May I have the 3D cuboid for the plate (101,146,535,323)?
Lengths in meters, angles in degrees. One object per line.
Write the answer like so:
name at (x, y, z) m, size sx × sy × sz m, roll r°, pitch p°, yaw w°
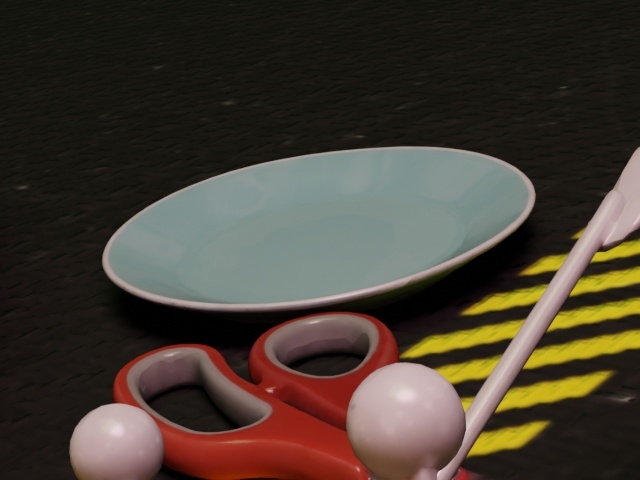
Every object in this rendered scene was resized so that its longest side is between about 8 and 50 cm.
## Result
plate at (0.000, 0.000, 0.801) m, size 0.188 × 0.024 × 0.188 m, roll -8°, pitch 20°, yaw 3°

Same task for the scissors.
scissors at (0.021, 0.080, 0.590) m, size 0.109 × 0.021 × 0.297 m, roll -15°, pitch 22°, yaw -20°

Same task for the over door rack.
over door rack at (0.066, 0.044, 0.365) m, size 0.324 × 0.108 × 0.239 m, roll -40°, pitch 17°, yaw -32°
